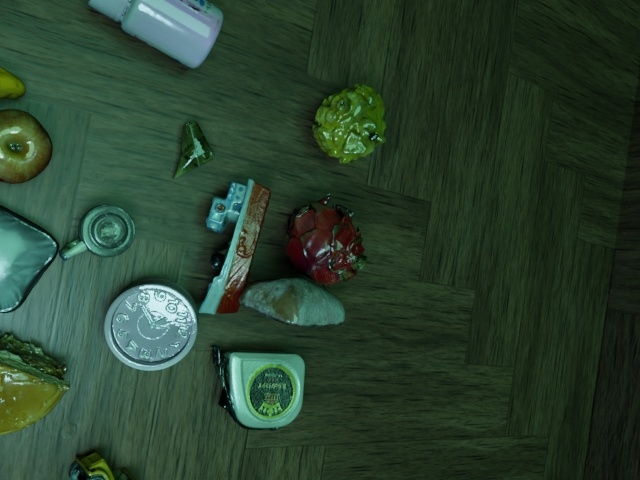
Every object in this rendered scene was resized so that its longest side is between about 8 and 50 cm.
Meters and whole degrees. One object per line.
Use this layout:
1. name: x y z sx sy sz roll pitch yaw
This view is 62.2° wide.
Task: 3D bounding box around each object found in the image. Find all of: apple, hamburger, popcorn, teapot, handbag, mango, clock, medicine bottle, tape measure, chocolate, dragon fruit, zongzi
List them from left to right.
1. handbag: -0.699 -0.005 1.027 0.332 0.075 0.192 38 78 -29
2. mango: -0.667 -0.316 1.010 0.190 0.098 0.075 17 93 -35
3. hamburger: -0.651 0.270 1.025 0.282 0.155 0.245 -18 109 -23
4. apple: -0.603 -0.184 1.035 0.146 0.131 0.146 -3 95 -34
5. teapot: -0.473 -0.004 1.134 0.111 0.108 0.149 34 71 -29
6. clock: -0.374 0.186 1.188 0.197 0.068 0.197 -1 98 -11
7. medicine bottle: -0.353 -0.499 1.151 0.254 0.152 0.152 25 80 -28
8. zongzi: -0.320 -0.215 1.249 0.113 0.052 0.104 -30 100 -12
9. tape measure: -0.167 0.373 1.332 0.235 0.115 0.207 8 83 -26
10. chocolate: -0.055 0.139 1.276 0.303 0.185 0.100 20 84 -63
11. dragon fruit: 0.000 0.000 1.334 0.193 0.274 0.192 -40 148 -16
12. popcorn: 0.086 -0.304 1.404 0.218 0.169 0.189 -29 105 -19

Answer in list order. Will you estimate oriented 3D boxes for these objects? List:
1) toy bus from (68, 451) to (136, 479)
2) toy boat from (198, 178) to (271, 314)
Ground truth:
1. toy bus: -0.448 0.628 1.176 0.123 0.121 0.336 -19 102 -37
2. toy boat: -0.222 0.017 1.268 0.133 0.145 0.332 15 83 -6
